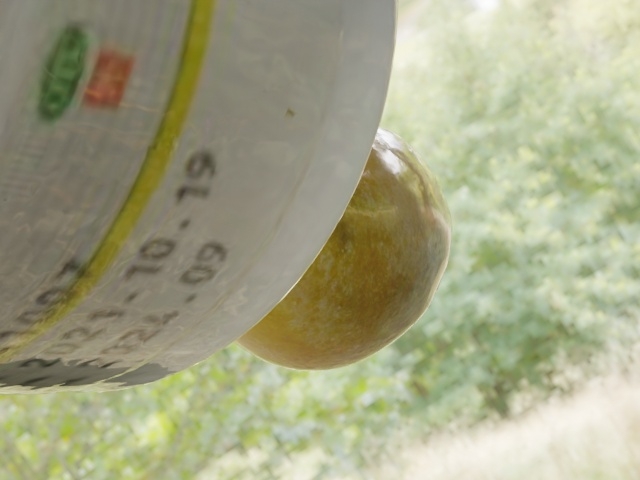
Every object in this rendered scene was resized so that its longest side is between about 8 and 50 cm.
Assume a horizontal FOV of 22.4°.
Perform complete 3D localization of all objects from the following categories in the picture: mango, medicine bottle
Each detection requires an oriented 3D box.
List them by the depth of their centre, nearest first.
[{"bbox_3d":[-0.132,-0.073,0.441,0.238,0.238,0.232,-24,-18,30],"label":"medicine bottle"},{"bbox_3d":[0.000,0.000,1.384,0.221,0.199,0.384,-63,-20,4],"label":"mango"}]
